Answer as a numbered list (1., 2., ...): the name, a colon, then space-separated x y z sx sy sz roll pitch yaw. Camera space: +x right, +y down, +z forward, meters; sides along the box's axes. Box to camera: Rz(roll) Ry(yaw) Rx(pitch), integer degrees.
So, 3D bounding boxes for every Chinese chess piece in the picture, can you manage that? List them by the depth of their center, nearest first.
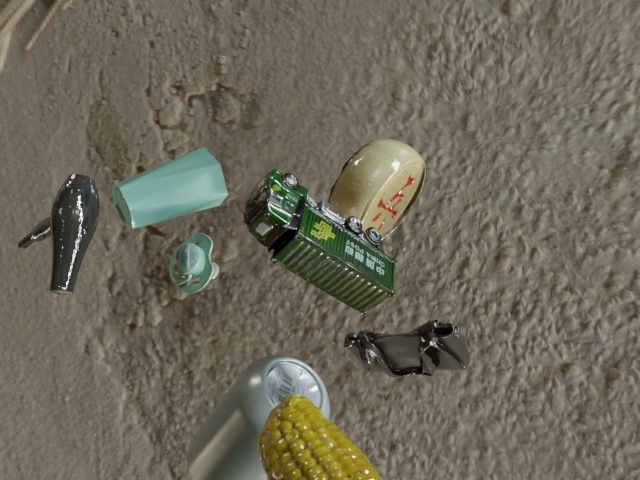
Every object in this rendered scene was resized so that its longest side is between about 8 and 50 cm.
1. Chinese chess piece: 0.127 -0.106 1.241 0.103 0.249 0.250 38 109 26

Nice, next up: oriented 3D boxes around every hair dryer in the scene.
1. hair dryer: -0.452 0.004 0.925 0.219 0.075 0.196 -14 65 38

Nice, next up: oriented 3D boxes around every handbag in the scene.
1. handbag: 0.216 0.268 1.385 0.285 0.257 0.114 -7 65 19

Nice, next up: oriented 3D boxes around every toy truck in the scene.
1. toy truck: 0.000 0.000 0.889 0.259 0.121 0.088 32 131 -19

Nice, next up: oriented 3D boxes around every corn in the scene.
1. corn: 0.026 0.232 0.441 0.262 0.097 0.097 47 114 44

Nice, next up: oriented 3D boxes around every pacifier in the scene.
1. pacifier: -0.292 0.063 1.322 0.126 0.116 0.151 -24 60 16

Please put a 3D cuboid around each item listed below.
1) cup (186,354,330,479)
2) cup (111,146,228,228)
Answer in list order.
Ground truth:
1. cup: -0.122 0.386 1.130 0.205 0.205 0.312 40 124 6
2. cup: -0.349 -0.113 1.287 0.134 0.235 0.148 60 146 6
